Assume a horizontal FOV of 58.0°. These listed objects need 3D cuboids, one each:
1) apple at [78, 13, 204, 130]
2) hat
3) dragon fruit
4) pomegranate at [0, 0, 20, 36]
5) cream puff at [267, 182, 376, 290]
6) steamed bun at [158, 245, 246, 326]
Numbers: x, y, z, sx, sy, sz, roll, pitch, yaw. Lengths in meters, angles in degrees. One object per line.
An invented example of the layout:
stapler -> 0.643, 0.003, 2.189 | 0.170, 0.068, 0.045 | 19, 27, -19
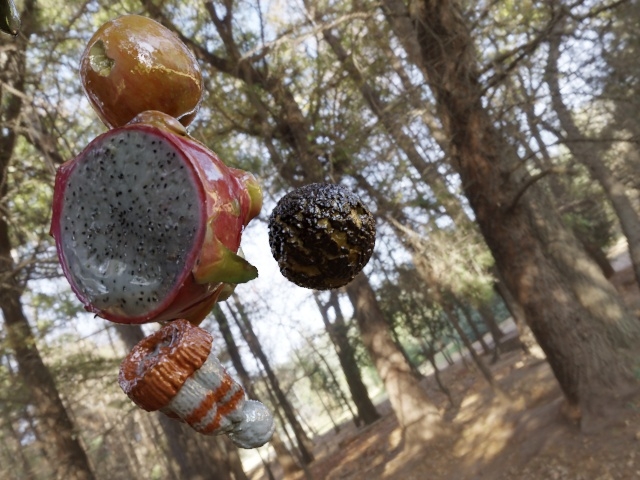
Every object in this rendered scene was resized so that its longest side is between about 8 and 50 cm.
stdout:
apple -> -0.371, -0.323, 1.176 | 0.242, 0.241, 0.242 | -40, 3, 3
hat -> -0.113, 0.157, 0.572 | 0.093, 0.162, 0.112 | -44, 21, -15
dragon fruit -> -0.221, -0.017, 0.811 | 0.291, 0.290, 0.189 | -35, -16, 17
pomegranate -> -0.222, -0.199, 0.277 | 0.187, 0.225, 0.187 | -34, -5, -3
cream puff -> 0.000, 0.000, 1.218 | 0.239, 0.239, 0.164 | -41, 19, 33
steamed bun -> -0.296, 0.041, 1.138 | 0.203, 0.289, 0.275 | -2, -59, -33
